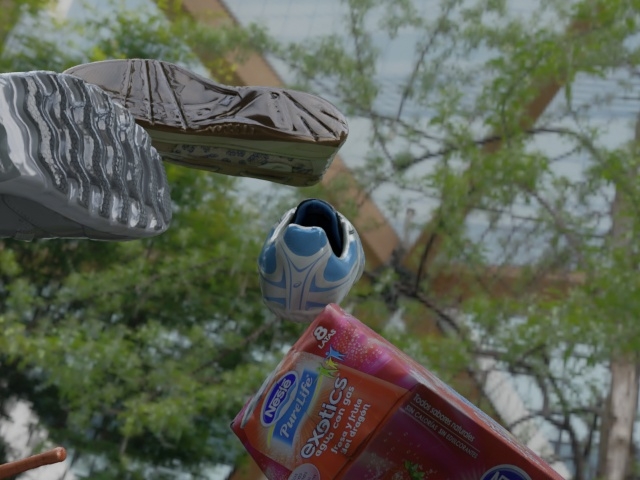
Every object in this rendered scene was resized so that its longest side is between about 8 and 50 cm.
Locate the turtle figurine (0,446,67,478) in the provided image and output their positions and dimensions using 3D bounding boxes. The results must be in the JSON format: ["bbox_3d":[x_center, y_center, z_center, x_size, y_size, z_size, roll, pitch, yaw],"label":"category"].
[{"bbox_3d":[-0.239,0.281,0.842,0.269,0.087,0.217,-44,-42,5],"label":"turtle figurine"}]

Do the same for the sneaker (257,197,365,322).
[{"bbox_3d":[0.000,0.000,0.931,0.085,0.086,0.237,15,14,2],"label":"sneaker"}]

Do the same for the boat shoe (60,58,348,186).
[{"bbox_3d":[-0.117,-0.102,1.063,0.285,0.105,0.089,9,-45,-16],"label":"boat shoe"}]

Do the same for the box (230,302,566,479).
[{"bbox_3d":[0.077,0.172,0.796,0.257,0.123,0.128,38,0,-35],"label":"box"}]

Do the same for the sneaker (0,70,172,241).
[{"bbox_3d":[-0.220,-0.049,0.703,0.115,0.105,0.281,-27,-27,36],"label":"sneaker"}]
